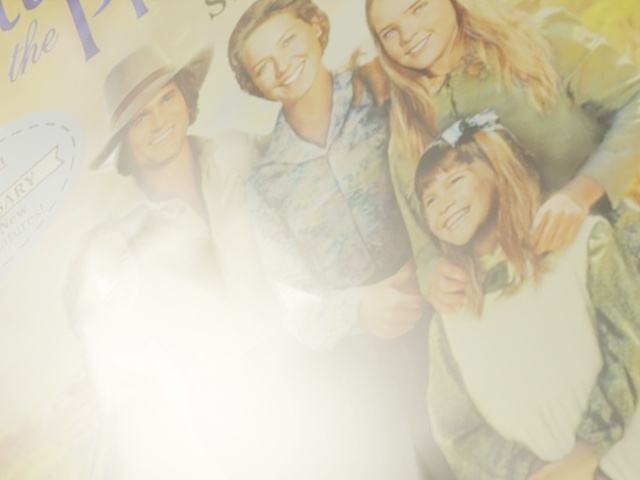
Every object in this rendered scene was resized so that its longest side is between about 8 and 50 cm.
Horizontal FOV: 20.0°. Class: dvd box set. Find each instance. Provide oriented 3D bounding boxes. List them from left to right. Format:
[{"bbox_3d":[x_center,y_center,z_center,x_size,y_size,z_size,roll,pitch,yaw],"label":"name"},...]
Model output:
[{"bbox_3d":[0.000,0.000,0.537,0.307,0.420,0.062,-36,140,18],"label":"dvd box set"}]
